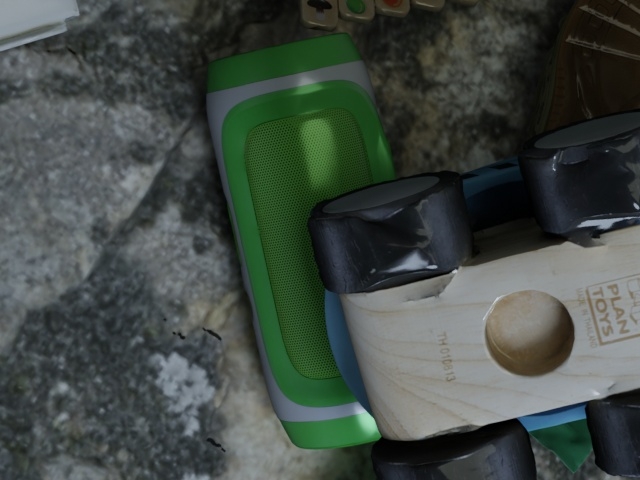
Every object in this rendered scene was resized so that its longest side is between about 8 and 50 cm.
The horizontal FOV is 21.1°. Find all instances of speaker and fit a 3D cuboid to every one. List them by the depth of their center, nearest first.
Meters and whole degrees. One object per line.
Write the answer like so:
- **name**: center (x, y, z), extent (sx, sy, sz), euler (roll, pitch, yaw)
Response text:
- **speaker**: center (0.000, 0.000, 1.292), extent (0.131, 0.131, 0.296), euler (-15, 96, -25)

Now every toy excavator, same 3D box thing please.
- **toy excavator**: center (0.226, -0.003, 1.254), extent (0.433, 0.445, 0.222), euler (-15, 100, 10)

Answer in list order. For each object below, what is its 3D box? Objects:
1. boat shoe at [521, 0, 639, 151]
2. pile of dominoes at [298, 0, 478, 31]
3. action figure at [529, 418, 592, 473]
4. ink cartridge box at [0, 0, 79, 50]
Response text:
- **boat shoe**: center (0.220, -0.111, 1.430), extent (0.104, 0.089, 0.285), euler (27, 74, -7)
- **pile of dominoes**: center (0.065, -0.267, 1.328), extent (0.251, 0.040, 0.196), euler (-13, 69, -25)
- **action figure**: center (0.224, 0.078, 1.409), extent (0.137, 0.063, 0.232), euler (52, 43, 5)
- **ink cartridge box**: center (-0.358, -0.276, 1.103), extent (0.279, 0.160, 0.384), euler (-20, 98, -24)
